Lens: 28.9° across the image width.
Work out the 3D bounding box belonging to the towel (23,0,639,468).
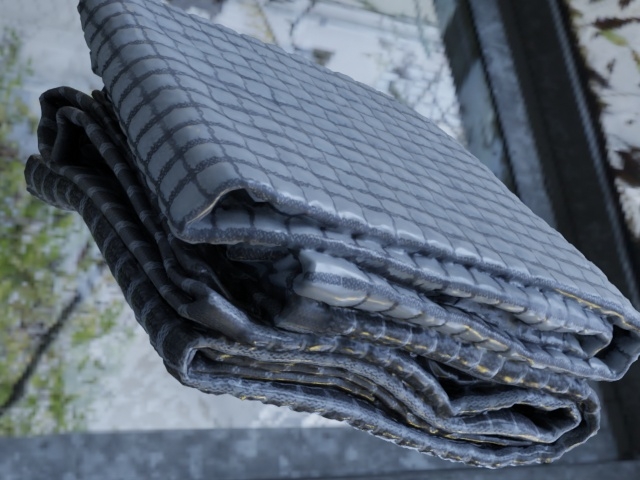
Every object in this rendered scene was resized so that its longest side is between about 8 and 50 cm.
[{"bbox_3d":[0.000,0.000,0.647,0.121,0.284,0.235,-59,-141,18],"label":"towel"}]
